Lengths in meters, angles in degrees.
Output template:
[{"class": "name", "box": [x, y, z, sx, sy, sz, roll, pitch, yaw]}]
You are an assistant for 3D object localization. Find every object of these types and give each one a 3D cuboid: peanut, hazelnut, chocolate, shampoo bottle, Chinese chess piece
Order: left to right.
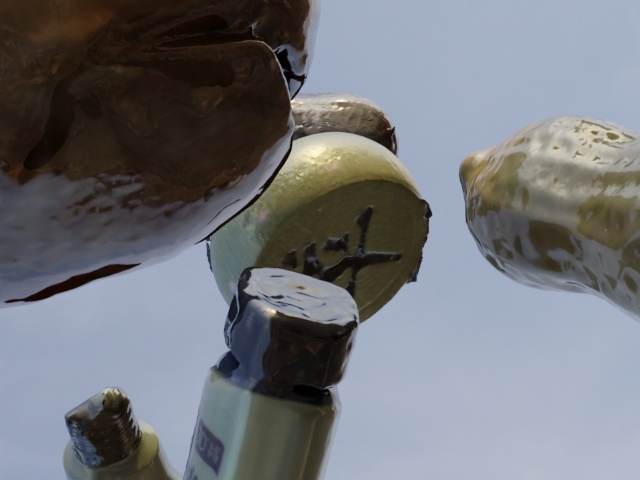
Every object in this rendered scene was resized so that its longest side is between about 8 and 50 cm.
[{"class": "hazelnut", "box": [-0.197, -0.126, 1.266, 0.409, 0.359, 0.359, -17, -75, -4]}, {"class": "shampoo bottle", "box": [-0.055, 0.191, 1.064, 0.078, 0.134, 0.359, 12, -74, -6]}, {"class": "chocolate", "box": [-0.042, -0.104, 1.764, 0.110, 0.248, 0.110, 8, -90, -85]}, {"class": "Chinese chess piece", "box": [0.000, 0.000, 1.546, 0.188, 0.083, 0.188, -22, -42, -21]}, {"class": "peanut", "box": [0.175, -0.009, 1.052, 0.124, 0.257, 0.123, -4, -83, -31]}]

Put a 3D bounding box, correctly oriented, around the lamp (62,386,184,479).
[{"class": "lamp", "box": [-0.187, 0.268, 1.703, 0.182, 0.182, 0.314, -60, -44, -30]}]
